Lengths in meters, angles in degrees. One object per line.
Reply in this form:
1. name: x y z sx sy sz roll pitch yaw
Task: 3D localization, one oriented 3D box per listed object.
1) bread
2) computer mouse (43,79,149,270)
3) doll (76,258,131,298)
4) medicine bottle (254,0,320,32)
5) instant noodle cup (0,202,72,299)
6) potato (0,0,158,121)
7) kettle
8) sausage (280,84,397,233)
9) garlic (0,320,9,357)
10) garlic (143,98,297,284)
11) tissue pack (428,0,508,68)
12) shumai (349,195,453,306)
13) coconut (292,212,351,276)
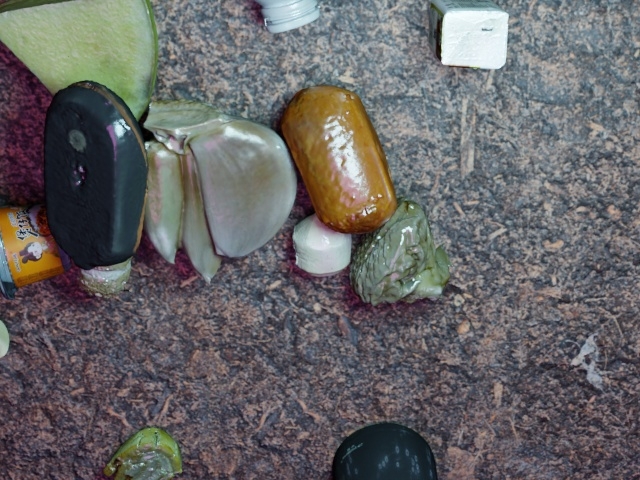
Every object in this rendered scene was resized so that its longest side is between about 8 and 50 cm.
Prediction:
1. bread: -0.350 0.446 2.000 0.156 0.064 0.117 -43 106 13
2. computer mouse: -0.360 -0.107 1.643 0.183 0.116 0.323 23 122 24
3. doll: -0.389 -0.004 1.795 0.115 0.105 0.221 3 109 25
4. medicine bottle: -0.074 -0.447 1.607 0.135 0.135 0.215 -17 112 5
5. instant noodle cup: -0.508 0.006 1.770 0.125 0.177 0.208 -13 143 -11
6. potato: -0.388 -0.289 1.679 0.269 0.112 0.255 -8 119 4
7. kettle: 0.107 0.529 1.928 0.268 0.290 0.207 -36 110 13
8. sausage: 0.033 -0.139 1.715 0.141 0.153 0.268 -22 94 11
9. garlic: -0.611 0.174 1.886 0.041 0.053 0.083 -18 120 3
10. garlic: -0.178 -0.097 1.740 0.279 0.132 0.325 -11 123 1
11. tissue pack: 0.239 -0.341 1.652 0.106 0.148 0.099 0 112 -2
12. shumai: 0.161 0.034 1.798 0.175 0.166 0.206 23 109 -16
13. coconut: 0.000 0.000 1.810 0.110 0.110 0.124 -4 118 0
